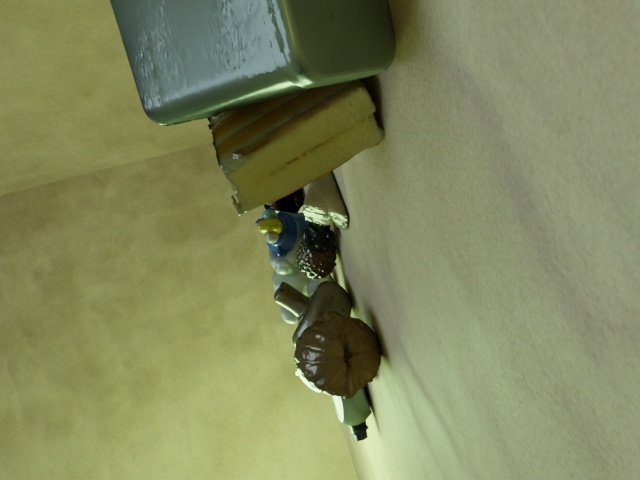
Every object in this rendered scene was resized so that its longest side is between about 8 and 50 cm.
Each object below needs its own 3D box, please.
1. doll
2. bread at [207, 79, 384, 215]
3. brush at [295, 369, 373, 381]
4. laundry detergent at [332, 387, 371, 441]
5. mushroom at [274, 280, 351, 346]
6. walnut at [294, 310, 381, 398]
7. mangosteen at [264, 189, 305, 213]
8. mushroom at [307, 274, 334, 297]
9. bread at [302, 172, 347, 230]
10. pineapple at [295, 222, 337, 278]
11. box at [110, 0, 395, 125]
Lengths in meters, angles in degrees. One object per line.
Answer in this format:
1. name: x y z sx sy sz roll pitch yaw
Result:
1. doll: -0.086 0.039 1.920 0.376 0.187 0.365 -121 15 -72
2. bread: -0.055 -0.179 0.927 0.111 0.246 0.239 58 -176 -36
3. brush: 0.035 0.333 1.557 0.123 0.197 0.059 101 176 -72
4. laundry detergent: 0.085 0.459 1.817 0.215 0.105 0.280 149 104 -82
5. mushroom: -0.029 0.190 1.598 0.215 0.207 0.207 31 169 2
6. walnut: 0.038 0.260 1.369 0.213 0.213 0.213 165 90 -83
7. mangosteen: -0.119 -0.145 2.024 0.152 0.152 0.152 165 90 -83
8. mushroom: 0.008 0.160 1.826 0.212 0.088 0.097 73 176 -63
9. bread: 0.027 -0.108 1.359 0.077 0.105 0.152 88 -163 -64
10. pineapple: 0.000 0.000 1.543 0.251 0.125 0.125 101 155 -52
11. box: -0.114 -0.337 0.736 0.344 0.177 0.352 -3 106 48
